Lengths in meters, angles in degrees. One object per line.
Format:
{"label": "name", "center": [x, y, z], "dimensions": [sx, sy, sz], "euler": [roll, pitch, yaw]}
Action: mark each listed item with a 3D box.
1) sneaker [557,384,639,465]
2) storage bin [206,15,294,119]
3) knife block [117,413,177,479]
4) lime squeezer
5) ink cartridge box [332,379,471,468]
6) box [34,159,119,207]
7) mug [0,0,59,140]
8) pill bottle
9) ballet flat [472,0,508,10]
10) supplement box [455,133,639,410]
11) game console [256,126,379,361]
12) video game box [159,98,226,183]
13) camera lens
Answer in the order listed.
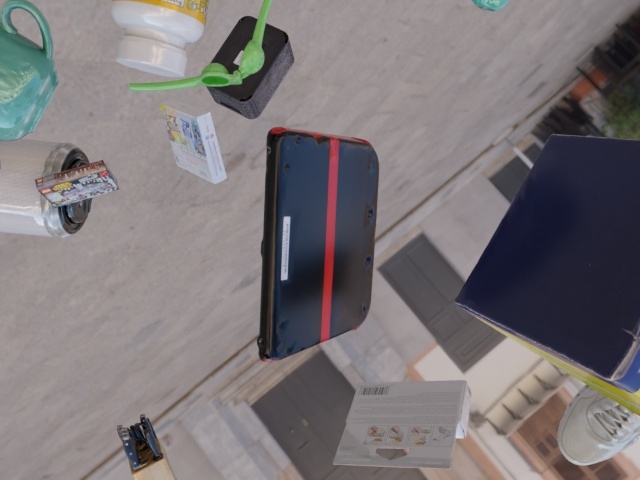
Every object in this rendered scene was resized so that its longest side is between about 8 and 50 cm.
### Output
{"label": "sneaker", "center": [0.461, 0.238, 0.902], "dimensions": [0.118, 0.110, 0.292], "euler": [-2, 135, -54]}
{"label": "storage bin", "center": [-0.150, -0.365, 1.282], "dimensions": [0.180, 0.122, 0.084], "euler": [-59, 167, -10]}
{"label": "knife block", "center": [-0.431, 0.592, 1.549], "dimensions": [0.088, 0.275, 0.242], "euler": [-23, 159, -17]}
{"label": "lime squeezer", "center": [-0.168, -0.309, 1.018], "dimensions": [0.310, 0.110, 0.059], "euler": [-37, -167, -2]}
{"label": "ink cartridge box", "center": [0.189, 0.424, 1.369], "dimensions": [0.275, 0.060, 0.239], "euler": [-8, -147, 27]}
{"label": "box", "center": [-0.490, -0.113, 1.228], "dimensions": [0.137, 0.027, 0.094], "euler": [-18, 161, -7]}
{"label": "mug", "center": [-0.376, -0.194, 0.734], "dimensions": [0.158, 0.097, 0.129], "euler": [-35, -144, 43]}
{"label": "pill bottle", "center": [-0.197, -0.320, 0.765], "dimensions": [0.117, 0.118, 0.208], "euler": [-4, 106, -72]}
{"label": "ballet flat", "center": [0.238, -0.466, 0.893], "dimensions": [0.083, 0.247, 0.087], "euler": [-5, 168, -3]}
{"label": "supplement box", "center": [0.346, 0.076, 0.573], "dimensions": [0.194, 0.357, 0.195], "euler": [-60, -154, -1]}
{"label": "game console", "center": [0.000, 0.000, 1.099], "dimensions": [0.342, 0.060, 0.386], "euler": [-8, 102, -55]}
{"label": "video game box", "center": [-0.336, -0.263, 1.590], "dimensions": [0.048, 0.205, 0.187], "euler": [-32, 129, -28]}
{"label": "camera lens", "center": [-0.680, -0.123, 1.387], "dimensions": [0.275, 0.219, 0.219], "euler": [5, 164, -1]}
